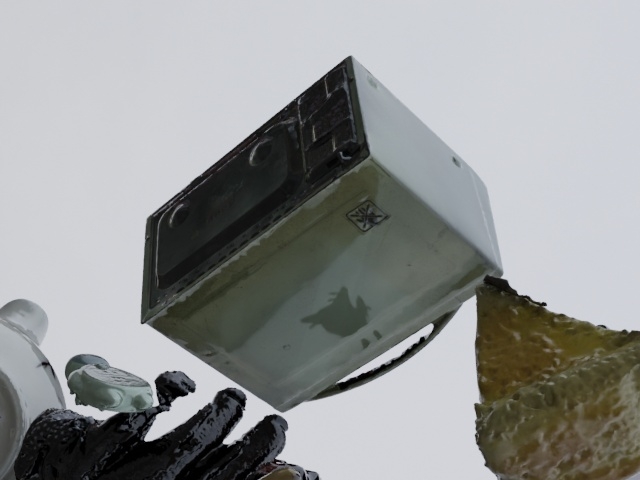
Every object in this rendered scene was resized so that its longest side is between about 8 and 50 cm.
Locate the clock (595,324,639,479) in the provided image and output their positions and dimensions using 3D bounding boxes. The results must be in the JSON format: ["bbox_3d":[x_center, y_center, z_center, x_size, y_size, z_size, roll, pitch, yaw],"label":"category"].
[{"bbox_3d":[0.248,0.197,1.100,0.150,0.063,0.197,-36,-148,41],"label":"clock"}]

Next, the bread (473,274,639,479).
[{"bbox_3d":[0.189,0.102,0.856,0.169,0.140,0.160,-23,-147,7],"label":"bread"}]

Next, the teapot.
[{"bbox_3d":[-0.337,0.177,0.960,0.299,0.208,0.166,-54,-163,-9],"label":"teapot"}]

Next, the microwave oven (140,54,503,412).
[{"bbox_3d":[0.000,0.000,1.525,0.394,0.333,0.247,-35,-145,24],"label":"microwave oven"}]

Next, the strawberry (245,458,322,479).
[{"bbox_3d":[-0.100,0.344,0.944,0.292,0.292,0.310,-11,-118,42],"label":"strawberry"}]

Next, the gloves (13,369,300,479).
[{"bbox_3d":[-0.103,0.165,0.761,0.181,0.106,0.129,0,-63,28],"label":"gloves"}]

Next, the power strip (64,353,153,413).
[{"bbox_3d":[-0.137,0.097,0.707,0.083,0.055,0.035,19,-83,55],"label":"power strip"}]
